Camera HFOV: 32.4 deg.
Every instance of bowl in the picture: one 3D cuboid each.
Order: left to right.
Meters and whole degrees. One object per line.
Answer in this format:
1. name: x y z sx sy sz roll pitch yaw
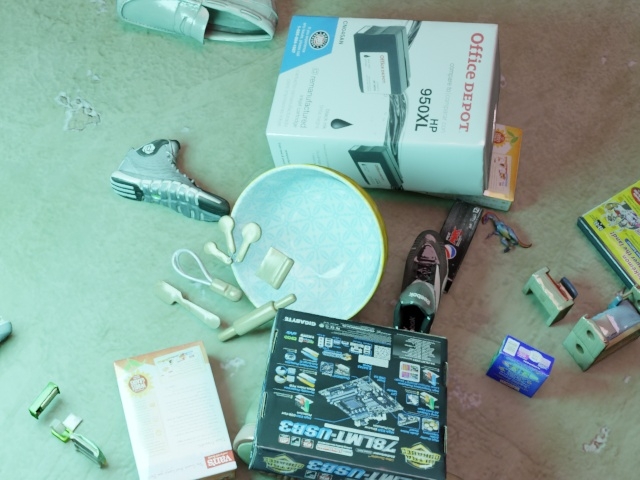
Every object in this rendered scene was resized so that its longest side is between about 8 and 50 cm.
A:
1. bowl: 0.000 0.000 1.922 0.289 0.289 0.156 38 22 13

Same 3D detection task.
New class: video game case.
1. video game case: 0.659 0.003 2.040 0.248 0.035 0.275 -31 65 -7

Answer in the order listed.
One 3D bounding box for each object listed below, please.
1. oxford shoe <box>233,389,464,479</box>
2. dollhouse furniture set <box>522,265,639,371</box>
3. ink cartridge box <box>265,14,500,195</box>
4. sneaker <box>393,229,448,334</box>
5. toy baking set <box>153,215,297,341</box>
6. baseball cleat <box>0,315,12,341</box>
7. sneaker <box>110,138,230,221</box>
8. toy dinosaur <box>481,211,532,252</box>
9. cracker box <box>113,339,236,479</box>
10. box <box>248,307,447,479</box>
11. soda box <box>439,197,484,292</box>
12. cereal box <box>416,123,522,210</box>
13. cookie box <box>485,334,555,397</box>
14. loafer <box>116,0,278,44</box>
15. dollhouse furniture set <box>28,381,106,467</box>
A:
1. oxford shoe: 0.066 0.337 1.787 0.397 0.140 0.146 20 51 -1
2. dollhouse furniture set: 0.478 0.107 1.951 0.129 0.129 0.184 -27 69 -19
3. ink cartridge box: 0.125 -0.254 2.035 0.394 0.166 0.285 5 61 11
4. sneaker: 0.174 0.092 1.901 0.078 0.106 0.234 14 81 6
5. toy baking set: -0.161 0.072 1.906 0.256 0.030 0.197 -34 80 19
6. baseball cleat: -0.587 0.218 1.823 0.206 0.072 0.109 -33 84 -16
7. sneaker: -0.260 -0.124 2.018 0.228 0.086 0.132 17 60 4
8. toy dinosaur: 0.340 -0.018 2.064 0.090 0.047 0.082 11 46 -38
9. cracker box: -0.241 0.296 1.811 0.155 0.067 0.232 -12 64 -12
10. box: 0.053 0.254 1.734 0.295 0.073 0.293 10 43 -3
11. soda box: 0.241 0.008 2.019 0.060 0.053 0.169 24 62 8
12. cereal box: 0.259 -0.160 2.111 0.240 0.047 0.173 12 61 2
13. cookie box: 0.342 0.217 1.892 0.091 0.107 0.040 27 62 7
14. loafer: -0.242 -0.446 2.170 0.319 0.112 0.111 0 54 -7
15. dollhouse furniture set: -0.396 0.300 1.787 0.151 0.076 0.058 33 65 12
